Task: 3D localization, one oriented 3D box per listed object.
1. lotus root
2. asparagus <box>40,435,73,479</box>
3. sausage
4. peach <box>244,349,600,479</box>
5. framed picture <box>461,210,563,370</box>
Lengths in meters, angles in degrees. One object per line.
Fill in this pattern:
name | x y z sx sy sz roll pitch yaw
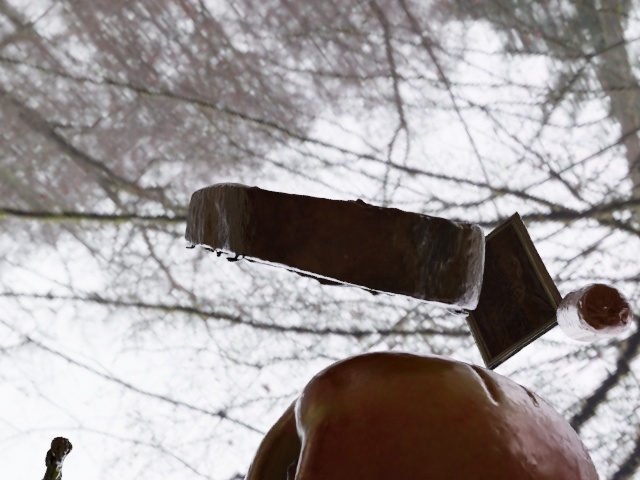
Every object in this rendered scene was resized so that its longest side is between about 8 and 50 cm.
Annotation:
lotus root | 0.000 0.000 0.773 0.260 0.170 0.075 12 -90 8
asparagus | -0.170 0.166 0.599 0.018 0.015 0.127 55 -47 41
sausage | 0.357 0.095 1.284 0.076 0.197 0.076 0 -97 4
peach | 0.085 0.220 0.705 0.245 0.274 0.249 -93 -156 -49
framed picture | 0.342 0.093 1.848 0.197 0.014 0.252 -40 -131 26
